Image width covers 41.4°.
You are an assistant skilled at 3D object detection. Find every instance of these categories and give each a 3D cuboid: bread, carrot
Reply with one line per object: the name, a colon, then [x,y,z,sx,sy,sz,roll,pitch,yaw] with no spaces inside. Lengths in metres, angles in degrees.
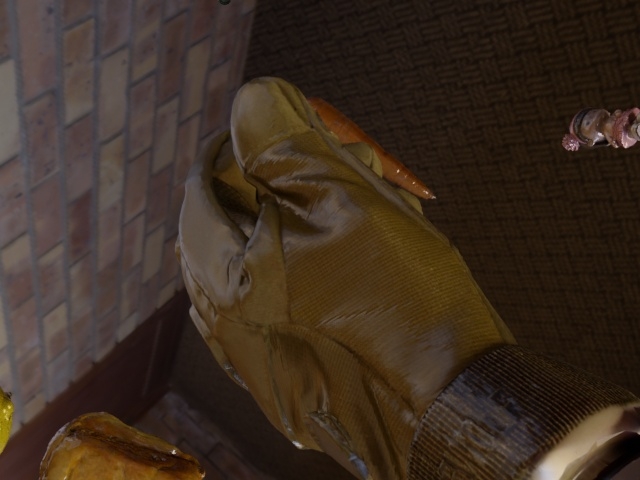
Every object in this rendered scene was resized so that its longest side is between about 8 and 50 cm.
bread: [-0.100,0.145,0.365,0.074,0.132,0.053,19,178,2]
carrot: [0.058,-0.115,1.080,0.216,0.048,0.048,36,143,6]

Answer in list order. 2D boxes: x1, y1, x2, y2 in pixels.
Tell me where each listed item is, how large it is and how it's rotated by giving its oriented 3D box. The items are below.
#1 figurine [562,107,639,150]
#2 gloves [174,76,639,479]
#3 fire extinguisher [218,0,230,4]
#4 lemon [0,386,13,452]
figurine: [0.410,-0.154,1.207,0.054,0.072,0.129,33,169,-35]
gloves: [0.018,0.036,0.424,0.154,0.141,0.331,29,-168,-46]
fire extinguisher: [-0.170,-0.437,1.494,0.038,0.083,0.025,-7,120,3]
lemon: [-0.562,0.278,1.267,0.173,0.206,0.173,47,155,31]
